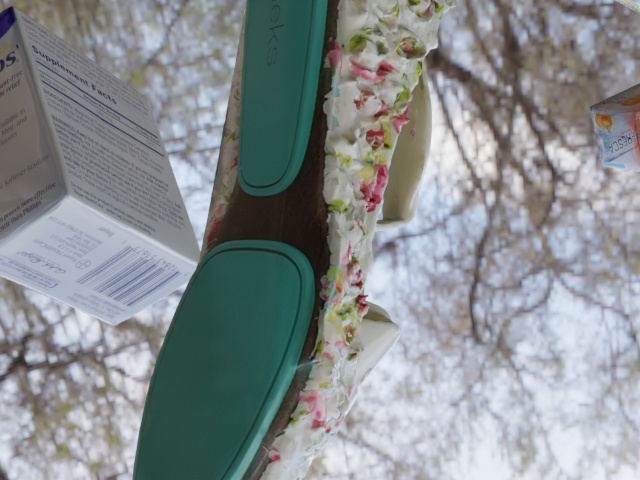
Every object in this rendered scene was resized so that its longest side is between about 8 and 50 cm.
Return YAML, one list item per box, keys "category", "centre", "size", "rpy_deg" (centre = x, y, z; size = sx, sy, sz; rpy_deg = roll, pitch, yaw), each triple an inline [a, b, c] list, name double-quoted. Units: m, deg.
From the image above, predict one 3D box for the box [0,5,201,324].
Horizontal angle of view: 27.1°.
- category: "box"
  centre: [-0.144, -0.039, 0.749]
  size: [0.072, 0.126, 0.137]
  rpy_deg: [-32, -122, 17]

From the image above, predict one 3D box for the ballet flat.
- category: "ballet flat"
  centre: [0.000, 0.000, 0.468]
  size: [0.077, 0.241, 0.091]
  rpy_deg: [15, 177, -38]

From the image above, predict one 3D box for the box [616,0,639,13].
- category: "box"
  centre: [0.229, -0.200, 0.650]
  size: [0.279, 0.290, 0.177]
  rpy_deg: [40, -83, 38]

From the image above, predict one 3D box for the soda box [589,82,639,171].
- category: "soda box"
  centre: [0.325, -0.119, 1.161]
  size: [0.183, 0.058, 0.063]
  rpy_deg: [-25, -159, -25]
